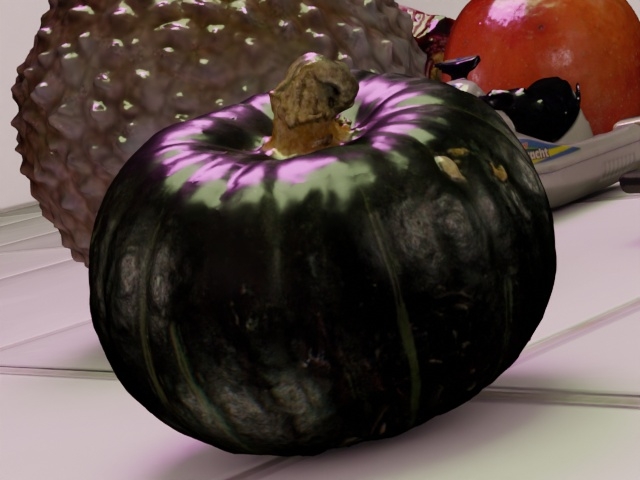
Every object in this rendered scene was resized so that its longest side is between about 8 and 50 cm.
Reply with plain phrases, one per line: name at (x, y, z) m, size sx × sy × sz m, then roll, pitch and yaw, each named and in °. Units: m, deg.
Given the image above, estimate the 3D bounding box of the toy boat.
toy boat at (0.151, -0.080, 1.138) m, size 0.140 × 0.141 × 0.269 m, roll -6°, pitch -5°, yaw 43°

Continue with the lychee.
lychee at (-0.053, -0.090, 0.920) m, size 0.300 × 0.300 × 0.300 m, roll -12°, pitch 6°, yaw 1°

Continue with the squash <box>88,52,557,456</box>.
squash at (0.000, 0.005, 0.570) m, size 0.193 × 0.156 × 0.193 m, roll -29°, pitch 20°, yaw 12°

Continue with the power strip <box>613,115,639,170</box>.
power strip at (0.320, -0.089, 1.207) m, size 0.123 × 0.056 × 0.032 m, roll -9°, pitch 8°, yaw 28°

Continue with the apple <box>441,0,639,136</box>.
apple at (0.231, -0.165, 1.425) m, size 0.218 × 0.201 × 0.218 m, roll -6°, pitch 1°, yaw 0°

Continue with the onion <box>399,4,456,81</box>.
onion at (0.107, -0.167, 1.710) m, size 0.207 × 0.206 × 0.216 m, roll -56°, pitch 29°, yaw -1°

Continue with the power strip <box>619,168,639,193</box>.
power strip at (0.358, -0.074, 0.866) m, size 0.257 × 0.092 × 0.251 m, roll -12°, pitch 2°, yaw -39°
